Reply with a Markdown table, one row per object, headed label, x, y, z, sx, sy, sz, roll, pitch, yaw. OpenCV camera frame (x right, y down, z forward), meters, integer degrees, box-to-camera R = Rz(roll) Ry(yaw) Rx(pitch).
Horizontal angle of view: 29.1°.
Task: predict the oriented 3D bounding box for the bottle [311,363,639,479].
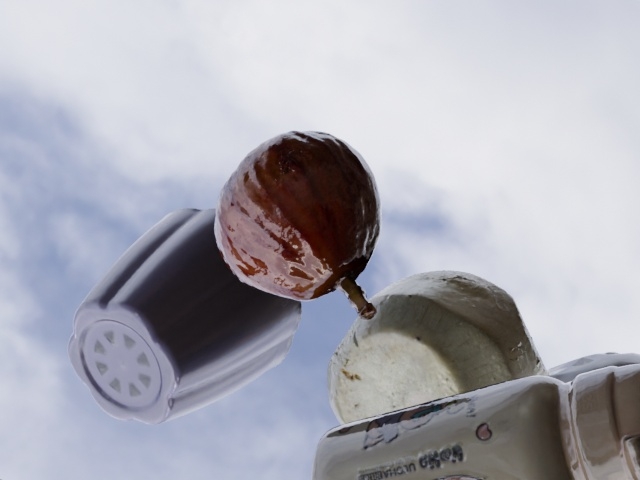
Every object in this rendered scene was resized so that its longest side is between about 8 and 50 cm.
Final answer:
| label | x | y | z | sx | sy | sz | roll | pitch | yaw |
| --- | --- | --- | --- | --- | --- | --- | --- | --- | --- |
| bottle | 0.108 | 0.127 | 0.697 | 0.097 | 0.209 | 0.110 | 69 | -156 | -5 |

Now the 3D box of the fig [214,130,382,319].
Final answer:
| label | x | y | z | sx | sy | sz | roll | pitch | yaw |
| --- | --- | --- | --- | --- | --- | --- | --- | --- | --- |
| fig | -0.003 | -0.016 | 0.886 | 0.150 | 0.128 | 0.128 | 14 | -152 | 30 |

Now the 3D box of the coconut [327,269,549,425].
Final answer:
| label | x | y | z | sx | sy | sz | roll | pitch | yaw |
| --- | --- | --- | --- | --- | --- | --- | --- | --- | --- |
| coconut | 0.093 | 0.105 | 0.964 | 0.161 | 0.161 | 0.162 | 52 | -152 | 15 |

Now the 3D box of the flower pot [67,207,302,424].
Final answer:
| label | x | y | z | sx | sy | sz | roll | pitch | yaw |
| --- | --- | --- | --- | --- | --- | --- | --- | --- | --- |
| flower pot | -0.196 | 0.119 | 1.658 | 0.265 | 0.265 | 0.243 | 44 | -140 | 5 |

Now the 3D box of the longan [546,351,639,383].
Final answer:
| label | x | y | z | sx | sy | sz | roll | pitch | yaw |
| --- | --- | --- | --- | --- | --- | --- | --- | --- | --- |
| longan | 0.360 | 0.331 | 1.490 | 0.391 | 0.391 | 0.391 | 22 | -138 | -21 |

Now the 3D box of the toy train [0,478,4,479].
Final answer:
| label | x | y | z | sx | sy | sz | roll | pitch | yaw |
| --- | --- | --- | --- | --- | --- | --- | --- | --- | --- |
| toy train | -0.321 | 0.207 | 0.971 | 0.296 | 0.100 | 0.160 | 29 | 176 | 0 |
